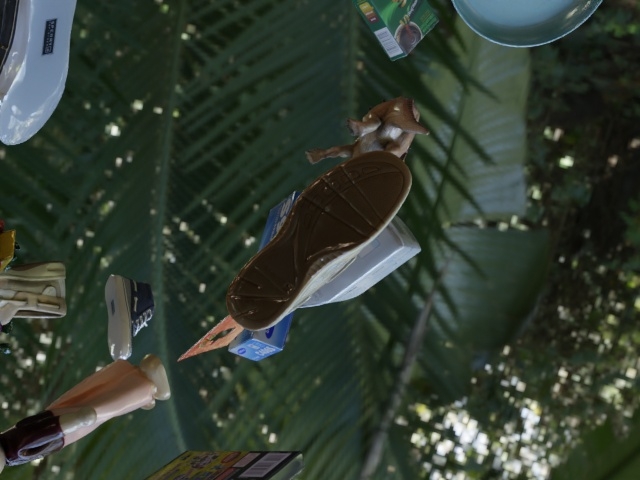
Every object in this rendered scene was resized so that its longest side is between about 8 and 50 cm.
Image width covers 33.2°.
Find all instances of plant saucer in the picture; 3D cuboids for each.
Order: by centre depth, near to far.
[{"bbox_3d":[0.365,-0.497,1.874,0.318,0.317,0.043,9,-155,-16],"label":"plant saucer"}]

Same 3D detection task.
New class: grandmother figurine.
[{"bbox_3d":[-0.393,0.272,1.555,0.342,0.208,0.104,-22,-106,-38],"label":"grandmother figurine"}]

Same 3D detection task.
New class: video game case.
[{"bbox_3d":[-0.197,0.414,1.773,0.248,0.035,0.275,-6,-170,30],"label":"video game case"}]

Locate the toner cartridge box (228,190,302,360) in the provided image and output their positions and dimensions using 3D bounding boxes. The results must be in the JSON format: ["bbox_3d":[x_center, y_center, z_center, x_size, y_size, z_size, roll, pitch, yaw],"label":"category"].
[{"bbox_3d":[-0.096,0.078,2.336,0.075,0.347,0.165,22,158,-16],"label":"toner cartridge box"}]

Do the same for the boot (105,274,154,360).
[{"bbox_3d":[-0.351,0.147,2.020,0.086,0.069,0.190,14,-133,-31],"label":"boot"}]

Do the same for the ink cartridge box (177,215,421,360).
[{"bbox_3d":[-0.021,0.094,1.734,0.091,0.385,0.308,52,-173,7],"label":"ink cartridge box"}]

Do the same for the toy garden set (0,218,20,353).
[{"bbox_3d":[-0.429,0.108,1.357,0.049,0.244,0.203,11,-123,-25],"label":"toy garden set"}]

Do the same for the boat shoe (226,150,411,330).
[{"bbox_3d":[0.000,0.000,1.430,0.109,0.302,0.098,44,-175,8],"label":"boat shoe"}]

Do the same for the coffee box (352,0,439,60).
[{"bbox_3d":[0.104,-0.393,1.716,0.040,0.184,0.113,-11,-150,50],"label":"coffee box"}]

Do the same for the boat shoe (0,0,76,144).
[{"bbox_3d":[-0.432,-0.286,1.539,0.105,0.306,0.113,37,-141,24],"label":"boat shoe"}]

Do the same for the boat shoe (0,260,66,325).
[{"bbox_3d":[-0.556,0.102,1.805,0.122,0.110,0.341,-11,178,35],"label":"boat shoe"}]

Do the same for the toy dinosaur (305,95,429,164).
[{"bbox_3d":[0.113,-0.178,1.785,0.200,0.296,0.127,-38,-91,-29],"label":"toy dinosaur"}]
